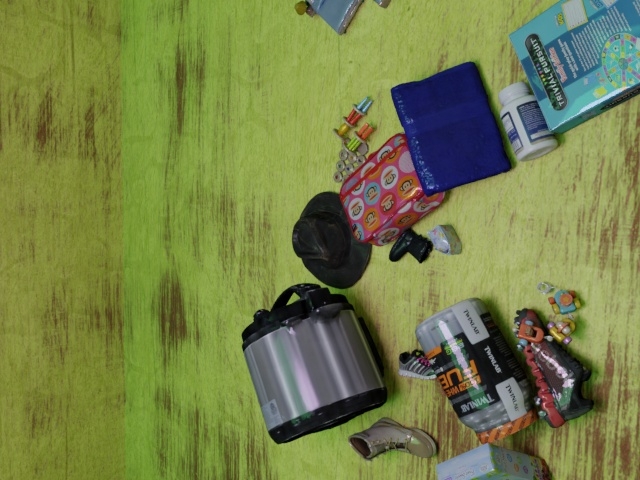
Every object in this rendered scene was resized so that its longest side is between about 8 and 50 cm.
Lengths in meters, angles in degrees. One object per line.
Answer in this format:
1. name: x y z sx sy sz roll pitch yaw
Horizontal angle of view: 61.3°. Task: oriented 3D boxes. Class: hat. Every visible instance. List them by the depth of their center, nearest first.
1. hat: 0.000 0.000 1.712 0.332 0.134 0.330 3 94 43

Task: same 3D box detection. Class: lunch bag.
1. lunch bag: 0.333 0.003 1.434 0.053 0.071 0.083 -42 66 36
2. lunch bag: 0.191 -0.152 1.522 0.293 0.120 0.258 -42 51 35

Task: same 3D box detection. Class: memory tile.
1. memory tile: 0.094 -0.241 1.687 0.113 0.012 0.147 28 111 39

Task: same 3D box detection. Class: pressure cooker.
1. pressure cooker: -0.033 0.339 1.588 0.370 0.375 0.420 -27 68 12

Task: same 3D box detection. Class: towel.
1. towel: 0.326 -0.279 1.366 0.228 0.076 0.308 -17 76 7

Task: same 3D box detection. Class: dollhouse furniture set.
1. dollhouse furniture set: 0.044 -0.740 1.571 0.286 0.198 0.303 56 127 26

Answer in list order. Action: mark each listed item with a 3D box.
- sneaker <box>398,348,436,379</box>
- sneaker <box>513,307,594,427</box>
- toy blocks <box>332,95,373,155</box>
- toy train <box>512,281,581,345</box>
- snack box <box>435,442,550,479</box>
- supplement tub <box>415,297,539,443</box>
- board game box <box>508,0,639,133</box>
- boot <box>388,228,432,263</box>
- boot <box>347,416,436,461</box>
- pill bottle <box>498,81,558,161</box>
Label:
1. sneaker: 0.283 0.343 1.512 0.171 0.063 0.074 -11 91 48
2. sneaker: 0.540 0.280 1.243 0.135 0.098 0.275 -24 65 25
3. toy blocks: 0.116 -0.348 1.621 0.148 0.054 0.123 -48 56 27
4. toy train: 0.517 0.169 1.224 0.125 0.046 0.166 19 70 28
5. snack box: 0.414 0.566 1.301 0.174 0.207 0.070 -45 32 37
6. supplement tub: 0.384 0.316 1.324 0.193 0.194 0.315 -42 65 37
7. board game box: 0.606 -0.420 1.137 0.336 0.079 0.253 -28 74 42
8. boot: 0.256 0.031 1.528 0.099 0.045 0.121 41 113 38
9. boot: 0.202 0.582 1.534 0.213 0.165 0.077 10 100 45
10. pill bottle: 0.478 -0.279 1.260 0.094 0.094 0.169 -27 74 42
